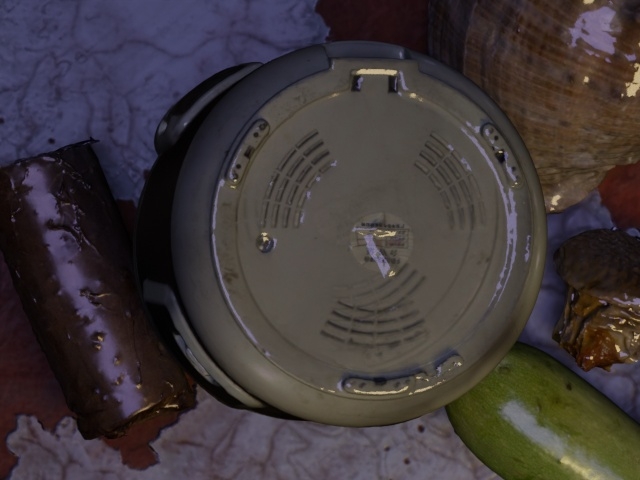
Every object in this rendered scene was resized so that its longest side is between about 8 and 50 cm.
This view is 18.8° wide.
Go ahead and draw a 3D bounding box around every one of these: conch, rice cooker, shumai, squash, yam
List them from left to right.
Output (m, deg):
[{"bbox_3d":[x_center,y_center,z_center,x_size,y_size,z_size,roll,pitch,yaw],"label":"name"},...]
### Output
[{"bbox_3d":[-0.215,0.042,1.755,0.131,0.131,0.279,-22,89,3],"label":"yam"},{"bbox_3d":[0.000,0.000,1.643,0.335,0.325,0.335,1,87,-14],"label":"rice cooker"},{"bbox_3d":[0.235,-0.178,1.687,0.297,0.210,0.352,36,92,7],"label":"conch"},{"bbox_3d":[0.265,0.063,1.746,0.146,0.145,0.116,18,114,3],"label":"shumai"},{"bbox_3d":[0.267,0.220,1.739,0.371,0.118,0.118,37,93,-1],"label":"squash"}]
